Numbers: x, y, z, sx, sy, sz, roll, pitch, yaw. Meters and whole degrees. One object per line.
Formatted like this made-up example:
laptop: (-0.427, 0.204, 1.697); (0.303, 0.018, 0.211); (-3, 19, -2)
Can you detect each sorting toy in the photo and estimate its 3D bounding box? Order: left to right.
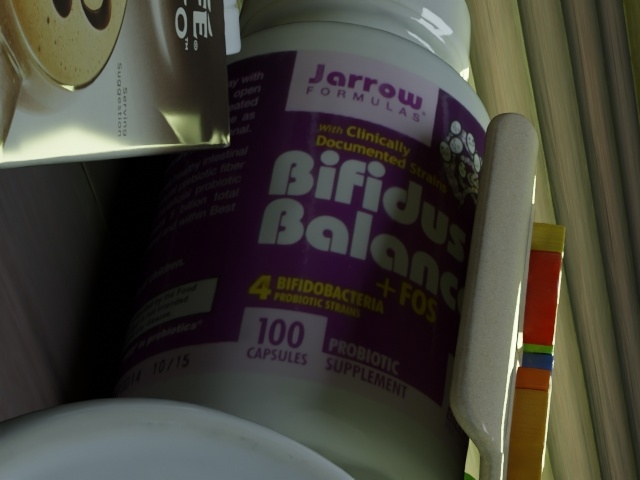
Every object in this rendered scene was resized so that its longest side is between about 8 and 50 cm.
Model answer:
sorting toy: (0.093, 0.076, 0.869); (0.208, 0.038, 0.193); (81, 16, -45)

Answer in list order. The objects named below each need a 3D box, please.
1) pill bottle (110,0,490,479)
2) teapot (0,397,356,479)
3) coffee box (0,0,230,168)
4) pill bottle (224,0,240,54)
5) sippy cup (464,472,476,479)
pill bottle: (0.000, 0.000, 0.922); (0.169, 0.169, 0.301); (66, 27, -52)
teapot: (-0.076, 0.191, 0.620); (0.187, 0.256, 0.252); (-52, -131, 51)
coffee box: (-0.132, -0.103, 0.576); (0.297, 0.119, 0.168); (-17, 104, -73)
pill bottle: (-0.076, -0.164, 0.817); (0.094, 0.094, 0.169); (-32, 119, -71)
sippy cup: (0.063, 0.287, 1.000); (0.305, 0.224, 0.240); (70, 25, -48)
